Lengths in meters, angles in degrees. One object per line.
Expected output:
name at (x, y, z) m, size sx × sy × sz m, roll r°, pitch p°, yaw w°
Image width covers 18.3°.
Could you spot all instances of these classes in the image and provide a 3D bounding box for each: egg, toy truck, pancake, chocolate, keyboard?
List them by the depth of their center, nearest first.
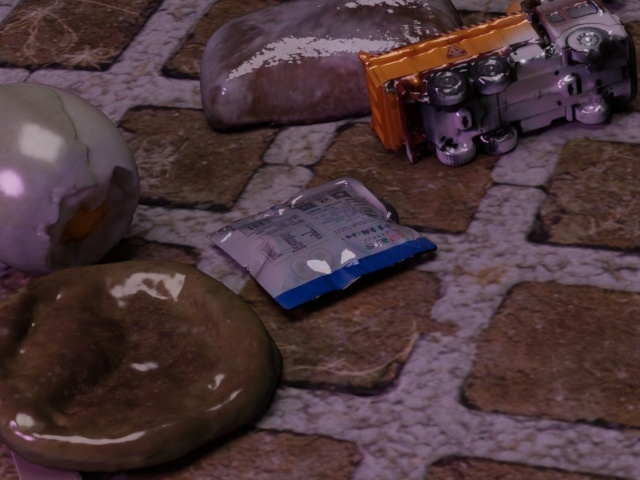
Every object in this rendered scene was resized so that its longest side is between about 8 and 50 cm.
keyboard at (-0.244, 0.182, 1.745) m, size 0.055 × 0.017 × 0.166 m, roll -21°, pitch 36°, yaw -9°
pancake at (-0.176, 0.102, 1.799) m, size 0.294 × 0.049 × 0.294 m, roll 0°, pitch 32°, yaw 0°
egg at (-0.287, -0.070, 1.961) m, size 0.183 × 0.183 × 0.217 m, roll -33°, pitch 56°, yaw -30°
toy truck at (0.186, -0.168, 2.070) m, size 0.270 × 0.114 × 0.135 m, roll -17°, pitch 40°, yaw -7°
chocolate at (0.012, -0.214, 2.190) m, size 0.303 × 0.100 × 0.185 m, roll -10°, pitch 38°, yaw 4°

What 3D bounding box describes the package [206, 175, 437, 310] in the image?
package at (0.000, 0.000, 1.942) m, size 0.171 × 0.027 × 0.173 m, roll -21°, pitch 37°, yaw -22°
